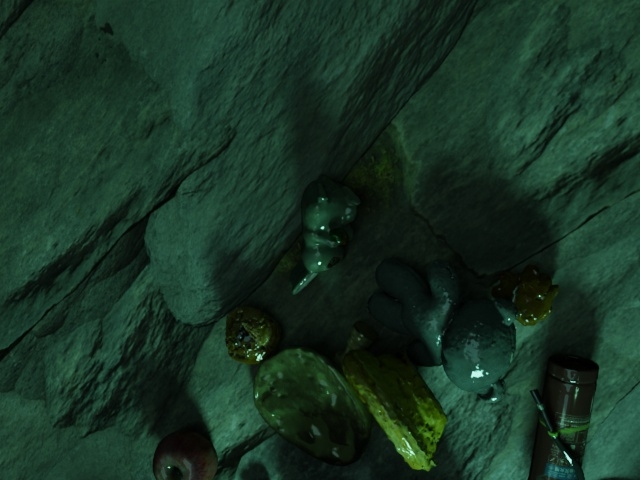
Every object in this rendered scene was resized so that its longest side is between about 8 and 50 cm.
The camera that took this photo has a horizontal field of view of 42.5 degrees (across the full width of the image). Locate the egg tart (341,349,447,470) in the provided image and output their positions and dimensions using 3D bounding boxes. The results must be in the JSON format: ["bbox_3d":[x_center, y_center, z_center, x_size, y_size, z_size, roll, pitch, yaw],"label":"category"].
[{"bbox_3d":[0.157,0.309,1.597,0.123,0.294,0.294,-37,83,2],"label":"egg tart"}]

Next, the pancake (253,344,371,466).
[{"bbox_3d":[-0.014,0.351,1.744,0.294,0.049,0.294,16,120,30],"label":"pancake"}]

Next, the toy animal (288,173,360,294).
[{"bbox_3d":[0.002,-0.001,1.703,0.125,0.127,0.251,20,119,6],"label":"toy animal"}]

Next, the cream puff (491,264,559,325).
[{"bbox_3d":[0.388,0.104,1.568,0.122,0.094,0.116,-10,91,-3],"label":"cream puff"}]

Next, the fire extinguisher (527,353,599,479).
[{"bbox_3d":[0.444,0.393,1.568,0.141,0.105,0.341,5,100,-12],"label":"fire extinguisher"}]

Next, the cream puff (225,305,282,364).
[{"bbox_3d":[-0.153,0.204,1.788,0.119,0.104,0.133,-31,85,29],"label":"cream puff"}]

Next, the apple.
[{"bbox_3d":[-0.306,0.506,1.878,0.153,0.120,0.153,4,99,27],"label":"apple"}]

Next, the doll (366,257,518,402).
[{"bbox_3d":[0.247,0.150,1.614,0.340,0.158,0.246,31,121,44],"label":"doll"}]

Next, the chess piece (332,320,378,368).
[{"bbox_3d":[0.052,0.253,1.738,0.060,0.060,0.172,38,111,13],"label":"chess piece"}]
